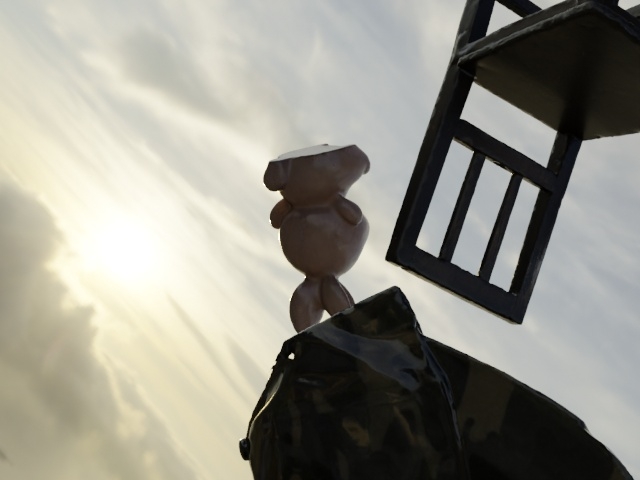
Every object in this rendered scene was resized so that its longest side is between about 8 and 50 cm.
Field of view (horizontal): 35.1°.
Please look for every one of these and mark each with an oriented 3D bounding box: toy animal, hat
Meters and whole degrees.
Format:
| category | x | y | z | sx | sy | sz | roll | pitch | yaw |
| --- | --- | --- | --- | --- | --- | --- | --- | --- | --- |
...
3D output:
| category | x | y | z | sx | sy | sz | roll | pitch | yaw |
| --- | --- | --- | --- | --- | --- | --- | --- | --- | --- |
| toy animal | 0.002 | 0.000 | 1.131 | 0.124 | 0.124 | 0.212 | -167 | -108 | -68 |
| hat | 0.101 | 0.257 | 0.920 | 0.381 | 0.257 | 0.366 | 50 | -19 | 51 |

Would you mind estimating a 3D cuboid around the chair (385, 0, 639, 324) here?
| category | x | y | z | sx | sy | sz | roll | pitch | yaw |
| --- | --- | --- | --- | --- | --- | --- | --- | --- | --- |
| chair | 0.248 | -0.145 | 0.953 | 0.203 | 0.416 | 0.240 | 25 | -16 | -28 |
